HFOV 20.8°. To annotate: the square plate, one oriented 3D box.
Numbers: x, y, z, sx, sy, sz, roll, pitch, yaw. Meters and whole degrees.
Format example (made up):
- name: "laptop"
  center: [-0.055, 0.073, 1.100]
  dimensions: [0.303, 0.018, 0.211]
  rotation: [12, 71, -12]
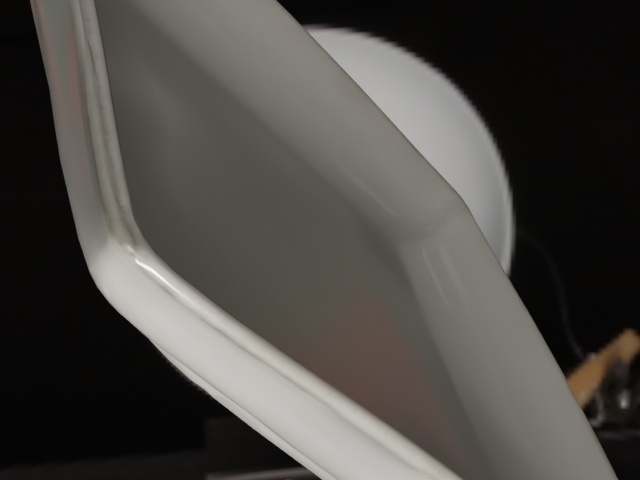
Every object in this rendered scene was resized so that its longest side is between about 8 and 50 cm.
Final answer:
- name: "square plate"
  center: [0.000, 0.000, 0.694]
  dimensions: [0.049, 0.347, 0.344]
  rotation: [-38, -142, 13]
